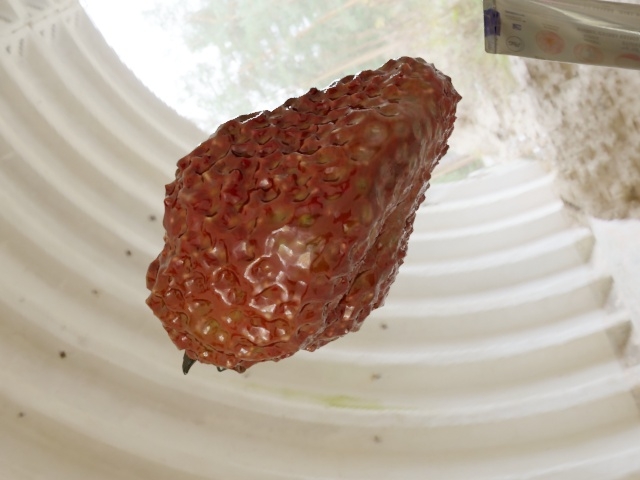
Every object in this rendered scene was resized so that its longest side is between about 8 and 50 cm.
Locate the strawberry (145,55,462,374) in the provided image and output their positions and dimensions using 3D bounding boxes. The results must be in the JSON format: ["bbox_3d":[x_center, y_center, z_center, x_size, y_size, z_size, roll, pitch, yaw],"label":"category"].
[{"bbox_3d":[-0.006,-0.002,0.518,0.175,0.235,0.106,14,-159,-21],"label":"strawberry"}]

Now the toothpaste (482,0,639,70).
[{"bbox_3d":[0.324,-0.201,0.855,0.100,0.323,0.066,67,-142,-60],"label":"toothpaste"}]
